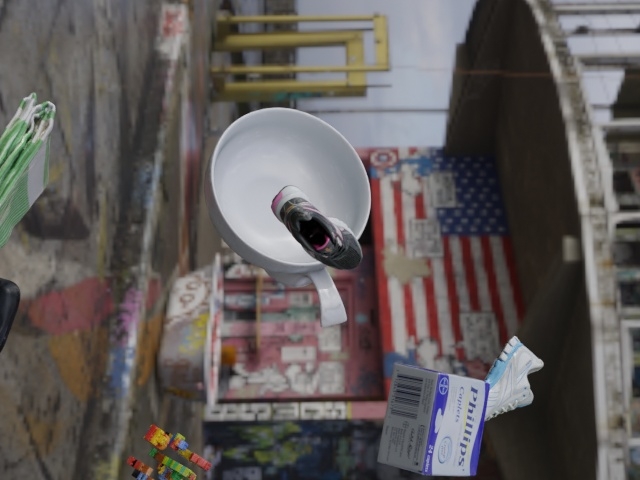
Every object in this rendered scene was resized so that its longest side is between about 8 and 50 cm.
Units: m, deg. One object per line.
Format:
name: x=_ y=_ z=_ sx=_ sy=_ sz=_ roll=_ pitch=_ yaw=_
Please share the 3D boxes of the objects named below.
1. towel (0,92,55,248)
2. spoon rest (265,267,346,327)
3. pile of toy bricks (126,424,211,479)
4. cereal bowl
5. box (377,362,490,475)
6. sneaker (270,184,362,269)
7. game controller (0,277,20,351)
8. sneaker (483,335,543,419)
towel: x=-0.364 y=0.028 z=1.034 sx=0.325 sy=0.038 sz=0.248 roll=-68 pitch=-170 yaw=-22
spoon rest: x=-0.026 y=0.072 z=2.018 sx=0.276 sy=0.137 sz=0.084 roll=-133 pitch=-145 yaw=-55
pile of toy bricks: x=-0.289 y=0.451 z=1.982 sx=0.118 sy=0.105 sz=0.212 roll=-59 pitch=154 yaw=-18
cereal bowl: x=-0.078 y=-0.084 z=1.973 sx=0.141 sy=0.339 sz=0.339 roll=136 pitch=-42 yaw=-57
box: x=0.146 y=0.228 z=1.260 sx=0.137 sy=0.072 sz=0.126 roll=18 pitch=81 yaw=-52
sneaker: x=0.000 y=0.000 z=1.424 sx=0.178 sy=0.072 sz=0.077 roll=35 pitch=14 yaw=-39
game controller: x=-0.738 y=0.141 z=2.042 sx=0.067 sy=0.319 sz=0.166 roll=44 pitch=63 yaw=-50
sneaker: x=0.283 y=0.244 z=1.548 sx=0.191 sy=0.083 sz=0.071 roll=-53 pitch=169 yaw=-15
